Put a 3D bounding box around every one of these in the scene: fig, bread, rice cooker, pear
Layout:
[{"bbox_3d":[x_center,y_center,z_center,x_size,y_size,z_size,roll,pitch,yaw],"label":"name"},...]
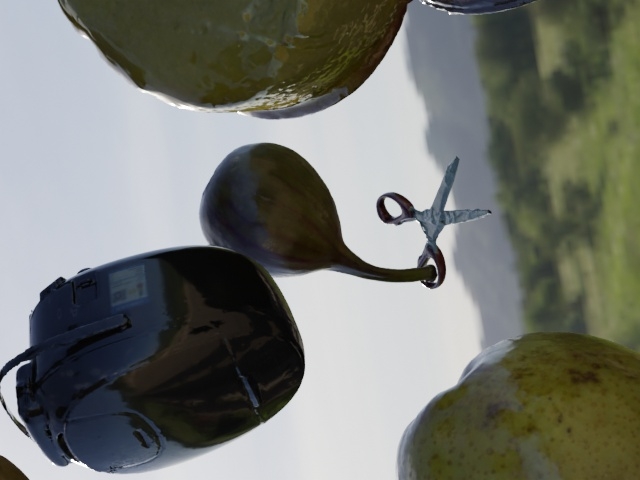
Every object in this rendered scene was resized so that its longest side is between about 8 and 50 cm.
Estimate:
[{"bbox_3d":[0.000,0.000,1.621,0.124,0.236,0.124,-56,15,23],"label":"fig"},{"bbox_3d":[-0.062,-0.212,1.196,0.148,0.270,0.270,-16,-84,-56],"label":"bread"},{"bbox_3d":[-0.113,0.080,1.181,0.142,0.203,0.118,74,-179,-52],"label":"rice cooker"},{"bbox_3d":[0.209,0.224,1.538,0.304,0.304,0.304,-11,-90,-84],"label":"pear"}]

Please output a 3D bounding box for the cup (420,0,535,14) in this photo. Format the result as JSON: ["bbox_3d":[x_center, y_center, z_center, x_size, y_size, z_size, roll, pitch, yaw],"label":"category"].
[{"bbox_3d":[0.147,-0.356,1.391,0.257,0.301,0.227,52,-160,-47],"label":"cup"}]

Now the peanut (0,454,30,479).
[{"bbox_3d":[-0.277,0.186,0.978,0.122,0.253,0.137,132,133,-78],"label":"peanut"}]

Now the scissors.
[{"bbox_3d":[0.148,-0.029,2.258,0.144,0.017,0.248,58,155,7],"label":"scissors"}]
